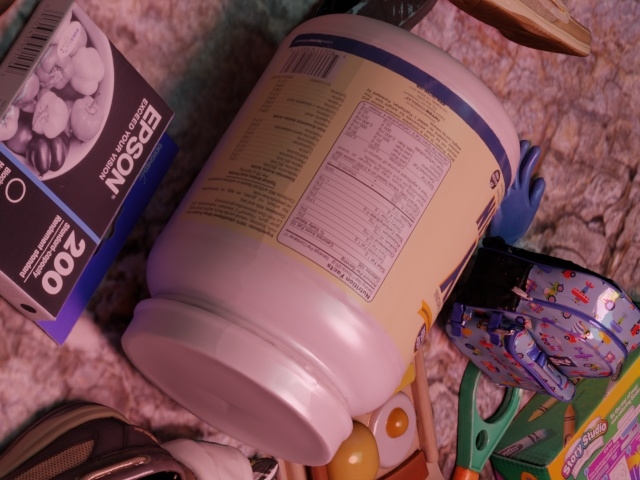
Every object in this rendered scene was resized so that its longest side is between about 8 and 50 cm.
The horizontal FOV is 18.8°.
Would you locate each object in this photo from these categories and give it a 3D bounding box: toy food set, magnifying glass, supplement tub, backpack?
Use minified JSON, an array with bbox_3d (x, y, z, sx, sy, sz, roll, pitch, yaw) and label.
[{"bbox_3d":[0.061,0.182,1.846,0.220,0.092,0.306,-31,123,-40],"label":"toy food set"},{"bbox_3d":[0.163,0.218,2.026,0.092,0.026,0.231,26,80,-49],"label":"magnifying glass"},{"bbox_3d":[0.000,0.000,1.619,0.325,0.235,0.235,-59,137,-20],"label":"supplement tub"},{"bbox_3d":[0.236,0.087,1.931,0.158,0.173,0.117,47,64,-45],"label":"backpack"}]

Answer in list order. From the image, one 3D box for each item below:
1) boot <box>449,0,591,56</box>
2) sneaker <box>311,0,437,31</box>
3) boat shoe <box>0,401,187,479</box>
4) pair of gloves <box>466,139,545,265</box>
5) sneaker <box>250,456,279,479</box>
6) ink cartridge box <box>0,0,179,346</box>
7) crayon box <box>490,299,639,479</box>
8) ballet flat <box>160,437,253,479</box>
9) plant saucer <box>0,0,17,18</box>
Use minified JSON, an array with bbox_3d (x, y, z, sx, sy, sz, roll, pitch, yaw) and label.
[{"bbox_3d":[0.219,-0.282,1.925,0.213,0.077,0.165,22,81,-47],"label":"boot"},{"bbox_3d":[0.049,-0.219,1.761,0.170,0.051,0.089,-54,139,-21],"label":"sneaker"},{"bbox_3d":[-0.243,0.253,1.482,0.355,0.130,0.132,-44,130,-33],"label":"boat shoe"},{"bbox_3d":[0.166,-0.028,1.969,0.198,0.023,0.159,3,97,-50],"label":"pair of gloves"},{"bbox_3d":[-0.067,0.234,1.764,0.083,0.031,0.035,-47,138,-19],"label":"sneaker"},{"bbox_3d":[-0.199,-0.048,1.524,0.208,0.045,0.206,49,63,-45],"label":"ink cartridge box"},{"bbox_3d":[0.311,0.215,2.153,0.278,0.081,0.165,-44,129,-33],"label":"crayon box"},{"bbox_3d":[-0.097,0.364,1.690,0.139,0.139,0.400,-11,104,-48],"label":"ballet flat"},{"bbox_3d":[-0.272,-0.232,1.401,0.168,0.029,0.168,-19,116,-46],"label":"plant saucer"}]
